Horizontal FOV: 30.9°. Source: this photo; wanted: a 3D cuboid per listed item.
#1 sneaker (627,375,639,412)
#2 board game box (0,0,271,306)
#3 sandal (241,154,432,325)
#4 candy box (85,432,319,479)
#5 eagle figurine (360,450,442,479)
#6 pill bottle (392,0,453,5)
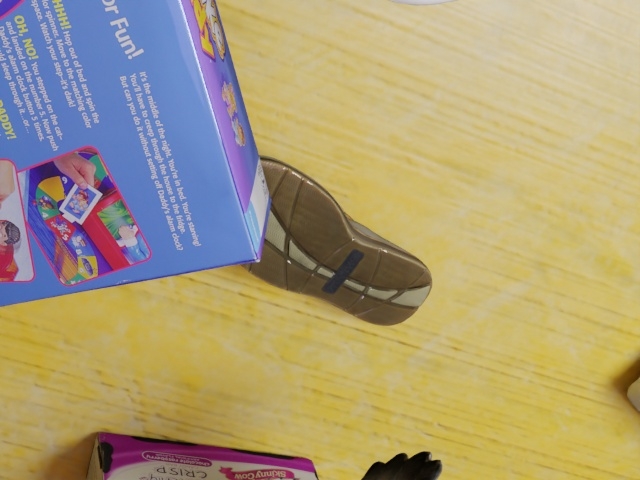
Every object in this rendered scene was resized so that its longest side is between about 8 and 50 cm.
[{"bbox_3d":[0.329,0.146,0.866,0.212,0.080,0.094,43,86,-23],"label":"sneaker"},{"bbox_3d":[-0.181,-0.133,0.592,0.234,0.078,0.347,-10,117,8],"label":"board game box"},{"bbox_3d":[0.000,0.000,0.748,0.180,0.049,0.072,30,109,-37],"label":"sandal"},{"bbox_3d":[-0.102,0.260,0.814,0.159,0.071,0.233,10,110,-17],"label":"candy box"},{"bbox_3d":[-0.045,0.263,0.690,0.298,0.226,0.225,-13,94,-3],"label":"eagle figurine"},{"bbox_3d":[0.031,-0.193,0.582,0.118,0.208,0.117,-4,112,-11],"label":"pill bottle"}]
